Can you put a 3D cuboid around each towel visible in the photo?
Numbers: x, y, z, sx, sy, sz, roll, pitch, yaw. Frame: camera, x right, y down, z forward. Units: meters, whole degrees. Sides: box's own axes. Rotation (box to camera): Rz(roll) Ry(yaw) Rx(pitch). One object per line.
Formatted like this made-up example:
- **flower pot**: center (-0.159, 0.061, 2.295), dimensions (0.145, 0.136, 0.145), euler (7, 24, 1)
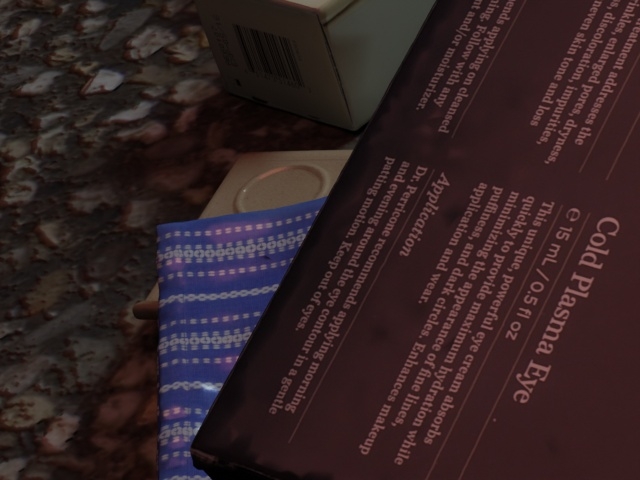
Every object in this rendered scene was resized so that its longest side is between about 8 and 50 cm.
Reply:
- **towel**: center (0.018, 0.085, 1.066), dimensions (0.243, 0.040, 0.336), euler (-12, 44, 8)

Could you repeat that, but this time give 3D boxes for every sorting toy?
- **sorting toy**: center (0.000, 0.000, 1.254), dimensions (0.193, 0.038, 0.208), euler (0, 34, 26)

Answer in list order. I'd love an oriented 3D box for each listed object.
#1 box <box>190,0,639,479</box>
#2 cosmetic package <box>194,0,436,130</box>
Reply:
- **box**: center (0.172, 0.036, 0.856), dimensions (0.312, 0.179, 0.343), euler (18, 68, 30)
- **cosmetic package**: center (0.067, -0.223, 1.469), dimensions (0.160, 0.113, 0.309), euler (20, 50, 44)
